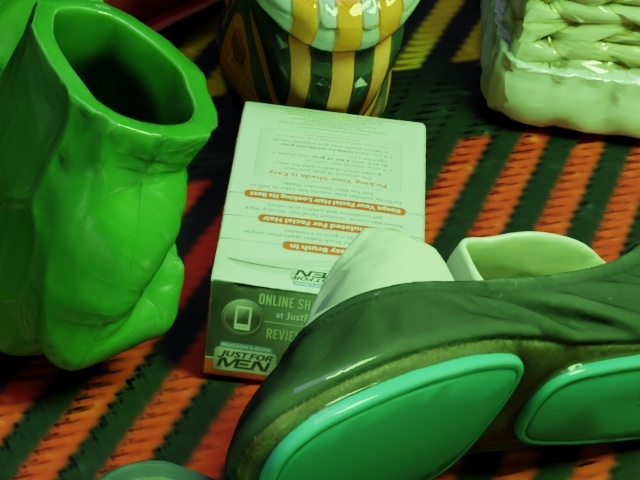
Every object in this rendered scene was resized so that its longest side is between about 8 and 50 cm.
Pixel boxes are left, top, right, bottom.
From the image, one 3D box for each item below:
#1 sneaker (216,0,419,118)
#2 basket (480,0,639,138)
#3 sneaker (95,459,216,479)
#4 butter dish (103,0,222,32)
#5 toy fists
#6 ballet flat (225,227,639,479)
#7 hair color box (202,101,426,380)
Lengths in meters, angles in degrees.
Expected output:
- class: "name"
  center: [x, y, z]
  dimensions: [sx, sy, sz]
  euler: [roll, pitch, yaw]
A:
- class: "sneaker"
  center: [-0.020, -0.191, 1.047]
  dimensions: [0.124, 0.180, 0.321]
  euler: [2, 60, -7]
- class: "basket"
  center: [0.271, -0.232, 1.118]
  dimensions: [0.328, 0.266, 0.331]
  euler: [7, 33, -1]
- class: "sneaker"
  center: [-0.022, 0.154, 0.564]
  dimensions: [0.111, 0.121, 0.300]
  euler: [-3, 32, -16]
- class: "butter dish"
  center: [-0.134, -0.195, 1.117]
  dimensions: [0.160, 0.118, 0.160]
  euler: [24, 34, 27]
- class: "toy fists"
  center: [-0.126, -0.058, 0.866]
  dimensions: [0.096, 0.142, 0.279]
  euler: [8, 33, -33]
- class: "ballet flat"
  center: [0.058, 0.045, 0.763]
  dimensions: [0.280, 0.095, 0.096]
  euler: [-3, 46, -43]
- class: "hair color box"
  center: [0.000, 0.000, 0.887]
  dimensions: [0.093, 0.053, 0.167]
  euler: [7, 30, -1]
